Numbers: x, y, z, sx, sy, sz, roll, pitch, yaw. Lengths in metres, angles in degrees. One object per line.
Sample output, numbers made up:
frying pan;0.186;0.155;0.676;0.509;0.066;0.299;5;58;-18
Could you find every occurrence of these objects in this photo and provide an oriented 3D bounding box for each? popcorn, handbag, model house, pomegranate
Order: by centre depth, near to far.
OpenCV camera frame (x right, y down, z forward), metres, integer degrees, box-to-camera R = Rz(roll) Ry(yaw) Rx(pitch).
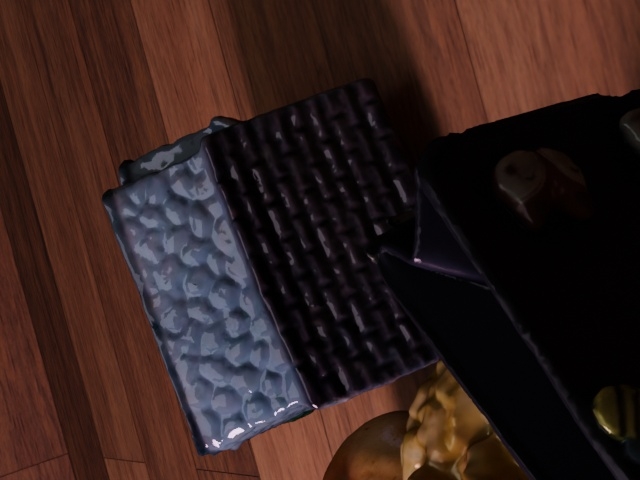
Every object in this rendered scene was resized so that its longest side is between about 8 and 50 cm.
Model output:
handbag;0.241;0.043;0.781;0.329;0.303;0.122;56;147;27
popcorn;0.196;0.183;1.019;0.265;0.225;0.332;-23;61;47
model house;0.000;0.000;1.229;0.339;0.297;0.360;-25;81;22
pomegranate;0.098;0.290;1.232;0.209;0.209;0.209;31;128;49
